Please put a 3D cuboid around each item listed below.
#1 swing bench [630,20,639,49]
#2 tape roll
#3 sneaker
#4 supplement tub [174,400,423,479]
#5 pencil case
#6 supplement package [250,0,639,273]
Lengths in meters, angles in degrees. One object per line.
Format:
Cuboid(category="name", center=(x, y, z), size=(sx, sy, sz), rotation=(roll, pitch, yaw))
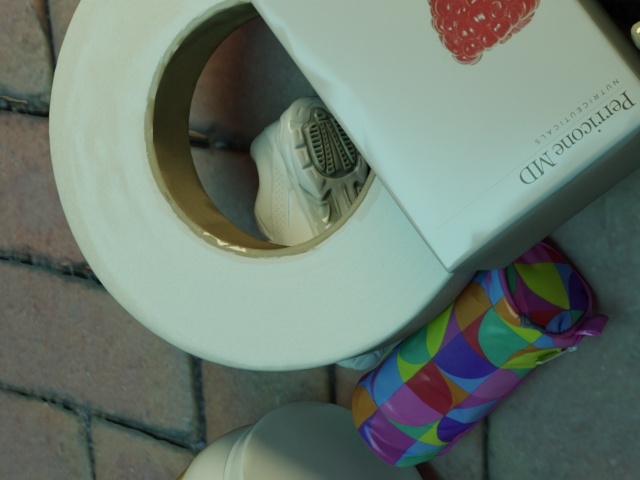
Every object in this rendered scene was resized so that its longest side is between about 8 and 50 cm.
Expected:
Cuboid(category="swing bench", center=(0.363, -0.072, 1.061), size=(0.254, 0.165, 0.253), rotation=(-22, 94, 18))
Cuboid(category="tape roll", center=(-0.032, -0.090, 1.354), size=(0.392, 0.072, 0.392), rotation=(1, 92, 22))
Cuboid(category="sneaker", center=(0.000, 0.000, 1.454), size=(0.115, 0.090, 0.232), rotation=(-22, 78, 53))
Cuboid(category="supplement tub", center=(-0.060, 0.305, 1.534), size=(0.228, 0.228, 0.316), rotation=(51, 132, 10))
Cuboid(category="pencil case", center=(0.122, 0.096, 1.385), size=(0.104, 0.104, 0.236), rotation=(53, 133, 8))
Cuboid(category="supplement package", center=(0.090, -0.145, 1.167), size=(0.177, 0.175, 0.293), rotation=(-39, 79, 15))
